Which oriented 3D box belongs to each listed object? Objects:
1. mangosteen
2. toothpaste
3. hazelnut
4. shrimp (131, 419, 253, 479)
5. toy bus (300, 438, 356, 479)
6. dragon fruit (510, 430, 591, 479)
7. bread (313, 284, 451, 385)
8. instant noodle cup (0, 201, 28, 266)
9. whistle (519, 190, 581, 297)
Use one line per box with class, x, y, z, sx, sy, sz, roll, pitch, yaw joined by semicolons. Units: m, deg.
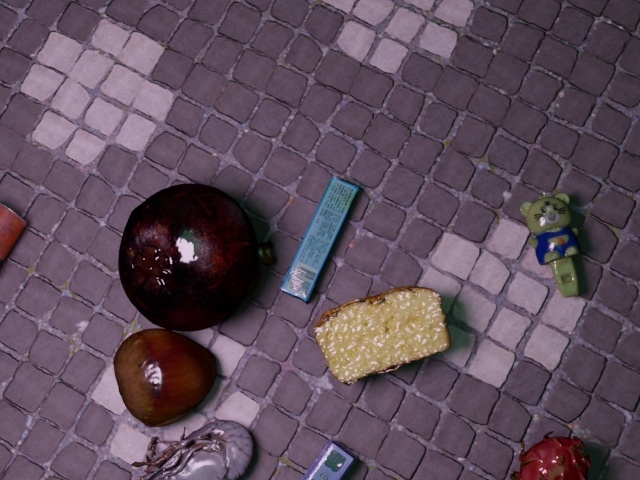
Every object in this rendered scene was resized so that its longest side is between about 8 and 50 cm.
mangosteen;-0.254;0.027;1.633;0.297;0.293;0.297;9;119;16
toothpaste;0.000;0.000;1.728;0.065;0.050;0.267;23;81;7
hazelnut;-0.303;0.266;1.635;0.208;0.208;0.208;0;80;2
shrimp;-0.298;0.452;1.625;0.342;0.116;0.145;-20;79;-8
toy bus;-0.002;0.481;1.627;0.073;0.076;0.167;35;82;8
dragon fruit;0.448;0.452;1.593;0.166;0.133;0.136;-39;38;-6
bread;0.124;0.178;1.648;0.260;0.147;0.160;-23;88;2
instant noodle cup;-0.696;-0.009;1.730;0.127;0.127;0.136;32;75;8
whistle;0.485;0.006;1.689;0.105;0.085;0.228;-14;79;4
